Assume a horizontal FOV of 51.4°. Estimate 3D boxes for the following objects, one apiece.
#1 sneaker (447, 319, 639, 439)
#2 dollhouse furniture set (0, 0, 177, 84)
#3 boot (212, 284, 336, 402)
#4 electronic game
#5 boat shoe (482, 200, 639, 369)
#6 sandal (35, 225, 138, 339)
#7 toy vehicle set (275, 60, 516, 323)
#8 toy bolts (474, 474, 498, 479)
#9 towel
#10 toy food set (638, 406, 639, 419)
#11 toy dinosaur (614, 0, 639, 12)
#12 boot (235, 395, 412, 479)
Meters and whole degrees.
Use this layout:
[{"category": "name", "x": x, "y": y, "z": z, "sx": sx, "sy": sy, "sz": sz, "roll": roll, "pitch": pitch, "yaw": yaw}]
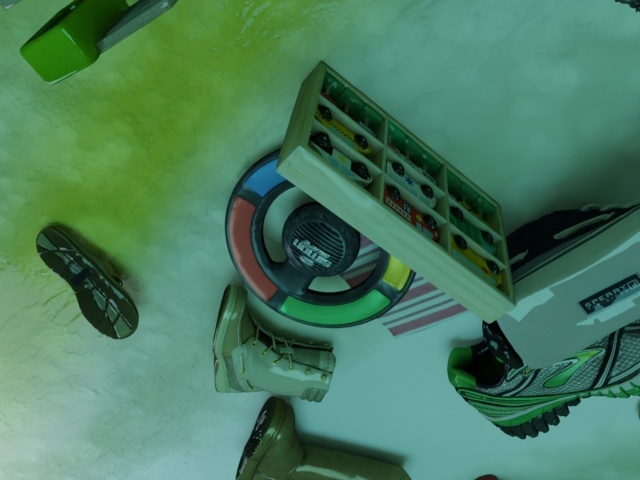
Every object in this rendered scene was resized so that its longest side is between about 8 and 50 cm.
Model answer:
[{"category": "sneaker", "x": 0.293, "y": 0.124, "z": 0.796, "sx": 0.146, "sy": 0.134, "sz": 0.343, "roll": 32, "pitch": 127, "yaw": -17}, {"category": "dollhouse furniture set", "x": -0.210, "y": -0.299, "z": 0.468, "sx": 0.151, "sy": 0.197, "sz": 0.301, "roll": -20, "pitch": 125, "yaw": 24}, {"category": "boot", "x": -0.060, "y": 0.146, "z": 0.899, "sx": 0.165, "sy": 0.077, "sz": 0.213, "roll": 9, "pitch": 135, "yaw": 1}, {"category": "electronic game", "x": 0.000, "y": 0.000, "z": 0.756, "sx": 0.229, "sy": 0.048, "sz": 0.229, "roll": 6, "pitch": 117, "yaw": 12}, {"category": "boat shoe", "x": 0.316, "y": -0.005, "z": 0.673, "sx": 0.341, "sy": 0.158, "sz": 0.127, "roll": -28, "pitch": 112, "yaw": 24}, {"category": "sandal", "x": -0.298, "y": 0.051, "z": 0.875, "sx": 0.072, "sy": 0.049, "sz": 0.180, "roll": -29, "pitch": 106, "yaw": 21}, {"category": "toy vehicle set", "x": 0.083, "y": -0.049, "z": 0.658, "sx": 0.267, "sy": 0.166, "sz": 0.035, "roll": 34, "pitch": 126, "yaw": -20}, {"category": "toy bolts", "x": 0.288, "y": 0.532, "z": 1.119, "sx": 0.218, "sy": 0.158, "sz": 0.228, "roll": 22, "pitch": 129, "yaw": -11}, {"category": "towel", "x": 0.109, "y": 0.038, "z": 0.820, "sx": 0.144, "sy": 0.029, "sz": 0.197, "roll": -23, "pitch": 125, "yaw": 24}, {"category": "toy food set", "x": 0.543, "y": 0.270, "z": 0.930, "sx": 0.218, "sy": 0.071, "sz": 0.128, "roll": 47, "pitch": 157, "yaw": -21}, {"category": "toy dinosaur", "x": 0.282, "y": -0.233, "z": 0.520, "sx": 0.118, "sy": 0.064, "sz": 0.268, "roll": 8, "pitch": 125, "yaw": 52}, {"category": "boot", "x": 0.019, "y": 0.350, "z": 1.058, "sx": 0.270, "sy": 0.089, "sz": 0.236, "roll": 17, "pitch": 140, "yaw": -7}]
